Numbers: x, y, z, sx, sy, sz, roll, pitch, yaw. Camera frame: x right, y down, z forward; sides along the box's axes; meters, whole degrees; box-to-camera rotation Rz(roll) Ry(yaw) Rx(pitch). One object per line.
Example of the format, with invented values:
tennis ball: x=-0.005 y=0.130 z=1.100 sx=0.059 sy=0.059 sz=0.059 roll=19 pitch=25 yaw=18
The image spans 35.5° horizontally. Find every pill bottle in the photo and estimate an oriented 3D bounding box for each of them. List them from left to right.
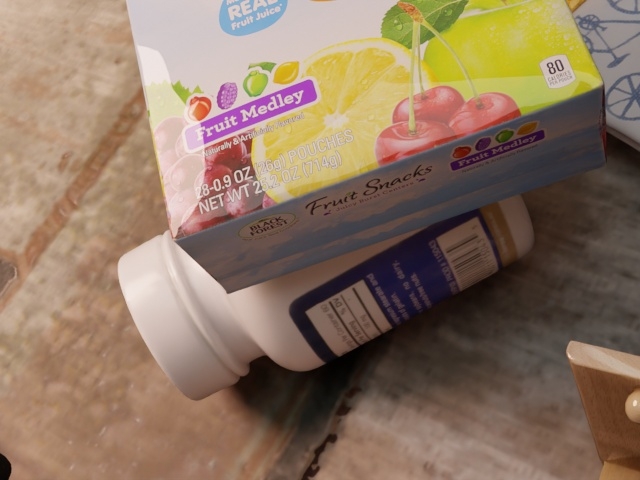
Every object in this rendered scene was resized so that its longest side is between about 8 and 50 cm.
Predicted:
pill bottle: x=0.000 y=0.000 z=0.501 sx=0.186 sy=0.112 sz=0.112 roll=-28 pitch=53 yaw=3

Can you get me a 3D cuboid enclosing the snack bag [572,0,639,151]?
snack bag: x=0.322 y=-0.099 z=0.475 sx=0.323 sy=0.037 sz=0.342 roll=-41 pitch=56 yaw=-7

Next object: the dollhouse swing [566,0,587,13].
dollhouse swing: x=0.041 y=-0.306 z=0.559 sx=0.347 sy=0.305 sz=0.315 roll=-38 pitch=53 yaw=-6

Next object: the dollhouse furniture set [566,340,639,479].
dollhouse furniture set: x=0.143 y=0.142 z=0.347 sx=0.144 sy=0.123 sz=0.151 roll=12 pitch=65 yaw=28

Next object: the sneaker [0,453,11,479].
sneaker: x=-0.188 y=0.144 z=0.510 sx=0.075 sy=0.063 sz=0.170 roll=-44 pitch=43 yaw=-6

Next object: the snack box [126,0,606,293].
snack box: x=0.007 y=-0.103 z=0.441 sx=0.174 sy=0.070 sz=0.207 roll=-20 pitch=62 yaw=7
